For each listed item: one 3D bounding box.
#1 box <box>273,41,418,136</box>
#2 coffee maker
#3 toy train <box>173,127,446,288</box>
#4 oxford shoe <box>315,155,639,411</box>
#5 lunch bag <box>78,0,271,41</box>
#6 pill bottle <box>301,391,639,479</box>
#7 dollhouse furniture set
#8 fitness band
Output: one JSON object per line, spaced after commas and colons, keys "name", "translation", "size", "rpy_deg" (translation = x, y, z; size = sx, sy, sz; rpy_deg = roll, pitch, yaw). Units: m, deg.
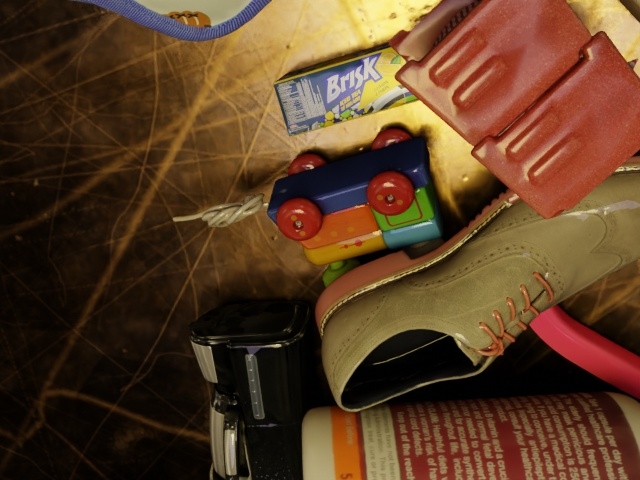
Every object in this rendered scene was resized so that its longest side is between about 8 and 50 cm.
{"name": "box", "translation": [0.047, -0.146, 0.845], "size": [0.168, 0.059, 0.054], "rpy_deg": [-13, 106, 16]}
{"name": "coffee maker", "translation": [-0.040, 0.156, 0.957], "size": [0.171, 0.120, 0.178], "rpy_deg": [-9, 111, -12]}
{"name": "toy train", "translation": [0.000, 0.000, 0.894], "size": [0.248, 0.105, 0.143], "rpy_deg": [-16, 119, 16]}
{"name": "oxford shoe", "translation": [0.157, 0.050, 0.789], "size": [0.348, 0.130, 0.123], "rpy_deg": [-29, 124, 19]}
{"name": "lunch bag", "translation": [-0.045, -0.320, 0.624], "size": [0.239, 0.385, 0.328], "rpy_deg": [45, 111, -7]}
{"name": "pill bottle", "translation": [0.184, 0.250, 0.821], "size": [0.392, 0.224, 0.224], "rpy_deg": [-3, 110, 0]}
{"name": "dollhouse furniture set", "translation": [0.234, -0.209, 0.674], "size": [0.374, 0.201, 0.152], "rpy_deg": [-43, 101, 12]}
{"name": "fitness band", "translation": [0.321, 0.046, 0.869], "size": [0.290, 0.054, 0.209], "rpy_deg": [30, 115, 0]}
